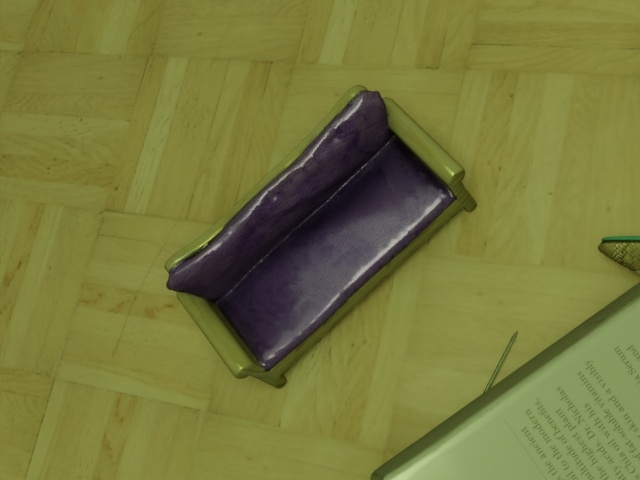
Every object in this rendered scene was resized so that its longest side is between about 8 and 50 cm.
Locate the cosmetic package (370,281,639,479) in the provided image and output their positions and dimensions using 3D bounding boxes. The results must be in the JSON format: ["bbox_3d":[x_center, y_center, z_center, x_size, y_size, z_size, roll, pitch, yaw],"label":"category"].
[{"bbox_3d":[0.297,0.187,0.922,0.453,0.161,0.230,-33,82,-7],"label":"cosmetic package"}]

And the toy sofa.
[{"bbox_3d":[0.000,0.000,1.194,0.362,0.177,0.150,-43,61,4],"label":"toy sofa"}]

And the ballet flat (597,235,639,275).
[{"bbox_3d":[0.409,0.025,1.076,0.206,0.073,0.067,-3,85,26],"label":"ballet flat"}]

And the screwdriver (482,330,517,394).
[{"bbox_3d":[0.191,0.179,1.140,0.170,0.024,0.025,-58,32,-6],"label":"screwdriver"}]
